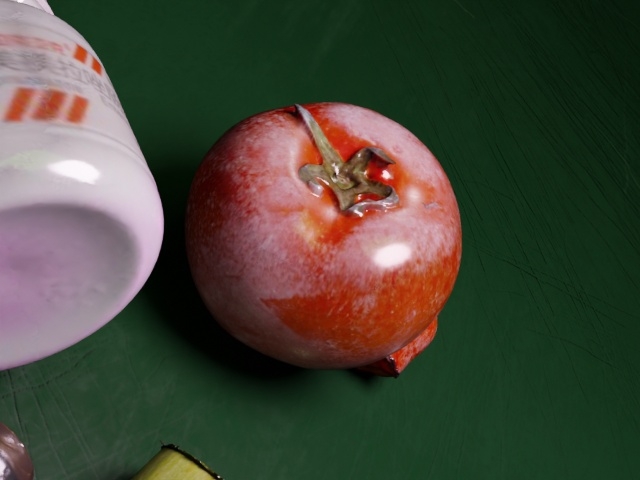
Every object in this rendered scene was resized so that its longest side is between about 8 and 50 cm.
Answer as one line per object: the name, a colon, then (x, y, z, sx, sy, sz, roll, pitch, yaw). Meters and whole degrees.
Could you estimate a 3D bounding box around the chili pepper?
chili pepper: (0.082, 0.079, 1.508, 0.192, 0.084, 0.086, -43, 109, -49)

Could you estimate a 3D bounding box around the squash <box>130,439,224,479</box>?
squash: (-0.145, 0.260, 1.073, 0.137, 0.137, 0.287, 51, 38, 2)

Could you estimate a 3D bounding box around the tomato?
tomato: (0.000, 0.000, 1.360, 0.270, 0.227, 0.270, 9, 49, -10)

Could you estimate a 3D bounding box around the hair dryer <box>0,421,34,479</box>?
hair dryer: (-0.391, 0.138, 0.907, 0.304, 0.120, 0.359, -39, 83, -26)

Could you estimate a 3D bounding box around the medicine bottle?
medicine bottle: (-0.286, -0.085, 1.117, 0.256, 0.256, 0.325, 9, 44, -42)
